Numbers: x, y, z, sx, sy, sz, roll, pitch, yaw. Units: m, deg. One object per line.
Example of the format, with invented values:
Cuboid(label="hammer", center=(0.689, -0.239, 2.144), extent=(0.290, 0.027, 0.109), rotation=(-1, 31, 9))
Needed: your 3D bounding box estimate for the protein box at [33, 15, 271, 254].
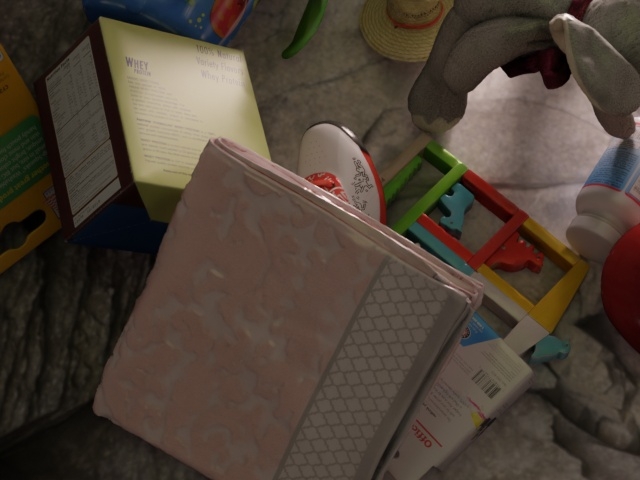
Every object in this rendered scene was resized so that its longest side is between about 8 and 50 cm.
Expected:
Cuboid(label="protein box", center=(-0.176, -0.104, 1.858), extent=(0.200, 0.136, 0.201), rotation=(9, 57, -41))

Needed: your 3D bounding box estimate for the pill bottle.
Cuboid(label="pill bottle", center=(0.341, -0.054, 1.940), extent=(0.087, 0.087, 0.160), rotation=(30, 67, 11))

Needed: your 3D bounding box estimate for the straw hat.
Cuboid(label="straw hat", center=(0.108, -0.280, 2.028), extent=(0.145, 0.061, 0.144), rotation=(-4, 50, 5))

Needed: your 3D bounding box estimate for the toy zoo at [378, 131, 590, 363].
Cuboid(label="toy zoo", center=(0.161, 0.033, 1.918), extent=(0.293, 0.030, 0.192), rotation=(40, 68, 15))

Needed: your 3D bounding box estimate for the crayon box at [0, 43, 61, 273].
Cuboid(label="crayon box", center=(-0.411, -0.116, 1.855), extent=(0.203, 0.323, 0.083), rotation=(-39, 29, -20))

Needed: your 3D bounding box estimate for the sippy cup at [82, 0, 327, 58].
Cuboid(label="sippy cup", center=(-0.155, -0.320, 1.975), extent=(0.306, 0.240, 0.224), rotation=(21, 75, 17))

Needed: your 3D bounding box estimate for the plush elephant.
Cuboid(label="plush elephant", center=(0.285, -0.226, 1.889), extent=(0.272, 0.330, 0.255), rotation=(-36, 66, -26))

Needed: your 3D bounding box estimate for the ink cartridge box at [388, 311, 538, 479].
Cuboid(label="ink cartridge box", center=(0.126, 0.167, 1.818), extent=(0.181, 0.061, 0.104), rotation=(-43, 73, 0))

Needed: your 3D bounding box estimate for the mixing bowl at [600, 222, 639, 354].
Cuboid(label="mixing bowl", center=(0.367, 0.045, 1.866), extent=(0.098, 0.181, 0.181), rotation=(22, 61, 41))

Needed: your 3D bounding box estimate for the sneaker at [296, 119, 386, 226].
Cuboid(label="sneaker", center=(0.001, 0.000, 1.823), extent=(0.090, 0.145, 0.270), rotation=(-13, 83, 32))

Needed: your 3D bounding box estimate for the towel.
Cuboid(label="towel", center=(-0.043, 0.109, 1.745), extent=(0.317, 0.053, 0.331), rotation=(30, 109, 11))
